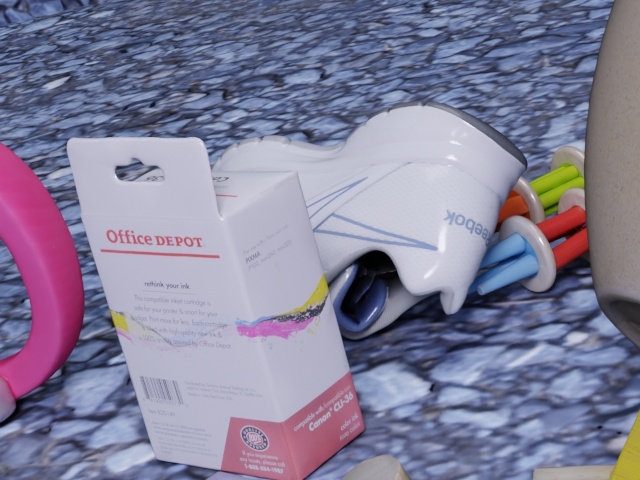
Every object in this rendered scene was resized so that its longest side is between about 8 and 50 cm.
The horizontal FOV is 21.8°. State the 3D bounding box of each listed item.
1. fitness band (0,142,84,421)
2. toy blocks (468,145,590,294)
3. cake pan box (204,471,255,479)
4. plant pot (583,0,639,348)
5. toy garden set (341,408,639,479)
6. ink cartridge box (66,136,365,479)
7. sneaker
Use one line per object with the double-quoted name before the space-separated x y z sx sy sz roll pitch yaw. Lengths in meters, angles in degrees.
"fitness band" -0.287 0.023 1.075 0.291 0.209 0.054 -5 22 27
"toy blocks" 0.136 -0.008 1.091 0.148 0.054 0.123 -24 22 -25
"cake pan box" -0.034 0.193 0.630 0.245 0.070 0.267 -32 25 -35
"plant pot" 0.236 -0.017 0.786 0.191 0.284 0.284 -57 31 -9
"toy garden set" 0.028 0.135 0.491 0.244 0.049 0.204 -14 30 39
"ink cartridge box" -0.058 0.026 0.914 0.115 0.198 0.067 3 26 41
"sneaker" 0.000 0.000 1.079 0.297 0.111 0.129 -16 50 53
